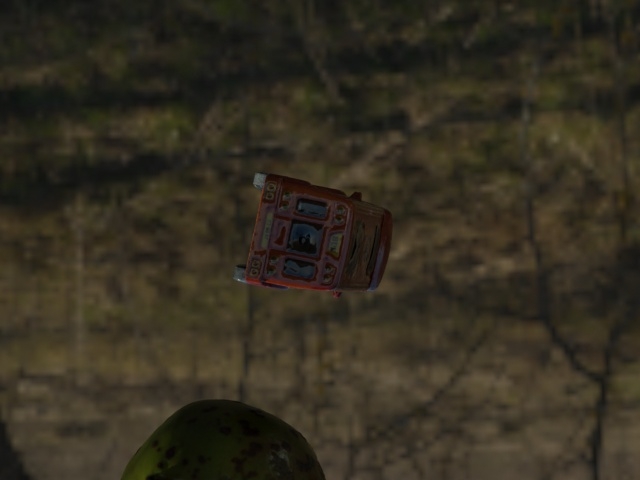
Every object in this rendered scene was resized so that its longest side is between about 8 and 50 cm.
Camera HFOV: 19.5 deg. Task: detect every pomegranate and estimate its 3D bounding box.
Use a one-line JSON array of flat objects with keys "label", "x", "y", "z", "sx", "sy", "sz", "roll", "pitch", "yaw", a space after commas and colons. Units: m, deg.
[{"label": "pomegranate", "x": -0.081, "y": 0.260, "z": 1.712, "sx": 0.198, "sy": 0.198, "sz": 0.246, "roll": -4, "pitch": 140, "yaw": 10}]

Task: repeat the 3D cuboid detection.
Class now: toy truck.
[{"label": "toy truck", "x": 0.000, "y": 0.000, "z": 1.789, "sx": 0.114, "sy": 0.107, "sz": 0.252, "roll": 11, "pitch": -179, "yaw": 12}]
